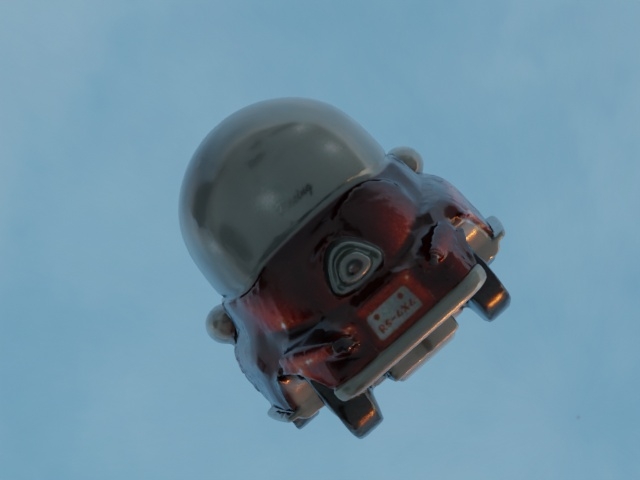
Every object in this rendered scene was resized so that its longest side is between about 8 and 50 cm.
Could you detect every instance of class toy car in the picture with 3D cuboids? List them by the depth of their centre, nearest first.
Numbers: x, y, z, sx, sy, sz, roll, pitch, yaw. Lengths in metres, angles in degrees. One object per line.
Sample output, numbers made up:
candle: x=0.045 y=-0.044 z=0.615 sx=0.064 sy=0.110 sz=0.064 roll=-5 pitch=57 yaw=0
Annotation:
toy car: x=0.000 y=0.000 z=0.709 sx=0.112 sy=0.139 sz=0.112 roll=-41 pitch=-82 yaw=-3
